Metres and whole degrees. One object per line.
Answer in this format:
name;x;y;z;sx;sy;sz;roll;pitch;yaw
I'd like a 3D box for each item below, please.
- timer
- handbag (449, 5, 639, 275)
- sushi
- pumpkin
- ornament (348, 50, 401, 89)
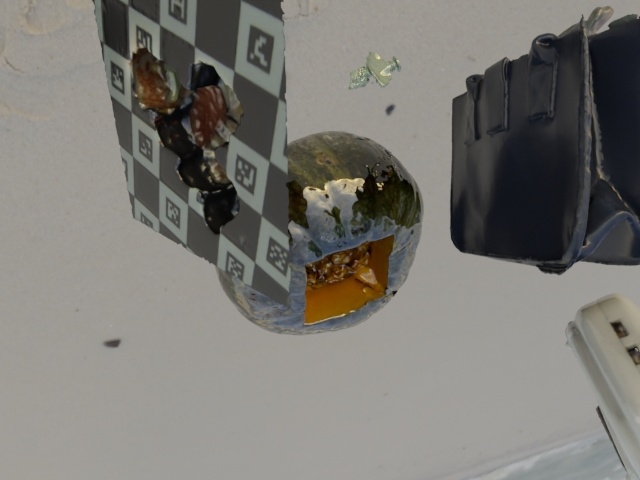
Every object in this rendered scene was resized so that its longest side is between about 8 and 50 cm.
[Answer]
timer;0.326;0.187;0.501;0.087;0.237;0.262;-31;114;22
handbag;0.248;-0.109;0.620;0.119;0.268;0.326;-3;-176;-8
sushi;-0.124;-0.127;0.610;0.069;0.340;0.319;-25;125;-40
pumpkin;0.000;0.000;0.777;0.321;0.192;0.320;-15;133;-17
ornament;0.096;-0.299;0.956;0.093;0.068;0.041;3;169;5
